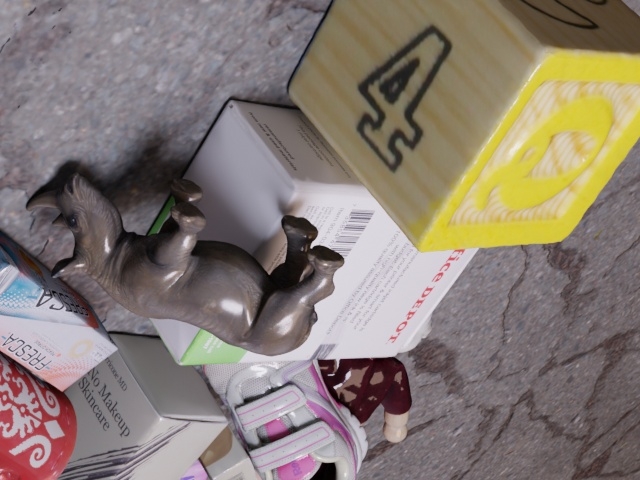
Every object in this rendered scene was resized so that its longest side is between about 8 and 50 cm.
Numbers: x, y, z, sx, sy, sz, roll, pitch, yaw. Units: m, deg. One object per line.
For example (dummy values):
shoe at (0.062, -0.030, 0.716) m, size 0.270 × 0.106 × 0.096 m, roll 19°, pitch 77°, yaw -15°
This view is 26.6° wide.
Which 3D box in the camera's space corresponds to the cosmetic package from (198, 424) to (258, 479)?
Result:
cosmetic package at (-0.108, 0.189, 1.312) m, size 0.041 × 0.115 × 0.060 m, roll -30°, pitch 146°, yaw -11°

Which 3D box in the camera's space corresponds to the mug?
mug at (-0.269, 0.138, 1.056) m, size 0.113 × 0.150 × 0.169 m, roll -44°, pitch 146°, yaw -9°

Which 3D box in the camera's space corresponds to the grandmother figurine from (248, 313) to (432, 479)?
grandmother figurine at (0.011, 0.170, 1.434) m, size 0.208 × 0.104 × 0.342 m, roll 4°, pitch 127°, yaw -41°

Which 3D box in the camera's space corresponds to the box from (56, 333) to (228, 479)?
box at (-0.215, 0.220, 1.249) m, size 0.094 × 0.113 × 0.275 m, roll 13°, pitch 121°, yaw -51°

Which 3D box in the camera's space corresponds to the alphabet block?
alphabet block at (0.126, -0.126, 1.063) m, size 0.192 × 0.197 × 0.193 m, roll -6°, pitch 136°, yaw -43°

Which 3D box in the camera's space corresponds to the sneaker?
sneaker at (-0.030, 0.173, 1.306) m, size 0.103 × 0.111 × 0.252 m, roll -30°, pitch 120°, yaw 16°

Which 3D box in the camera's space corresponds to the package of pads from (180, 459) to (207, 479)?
package of pads at (-0.156, 0.247, 1.419) m, size 0.083 × 0.032 × 0.050 m, roll -18°, pitch 142°, yaw -31°

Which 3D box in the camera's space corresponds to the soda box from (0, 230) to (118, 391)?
soda box at (-0.232, 0.053, 1.061) m, size 0.063 × 0.058 × 0.183 m, roll -38°, pitch 150°, yaw 0°

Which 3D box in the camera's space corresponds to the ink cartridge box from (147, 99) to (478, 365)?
ink cartridge box at (0.000, 0.000, 1.176) m, size 0.273 × 0.115 × 0.198 m, roll 3°, pitch 130°, yaw -46°

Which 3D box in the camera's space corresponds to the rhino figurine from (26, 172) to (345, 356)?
rhino figurine at (-0.108, 0.015, 1.010) m, size 0.073 × 0.243 × 0.106 m, roll -63°, pitch 171°, yaw -65°
